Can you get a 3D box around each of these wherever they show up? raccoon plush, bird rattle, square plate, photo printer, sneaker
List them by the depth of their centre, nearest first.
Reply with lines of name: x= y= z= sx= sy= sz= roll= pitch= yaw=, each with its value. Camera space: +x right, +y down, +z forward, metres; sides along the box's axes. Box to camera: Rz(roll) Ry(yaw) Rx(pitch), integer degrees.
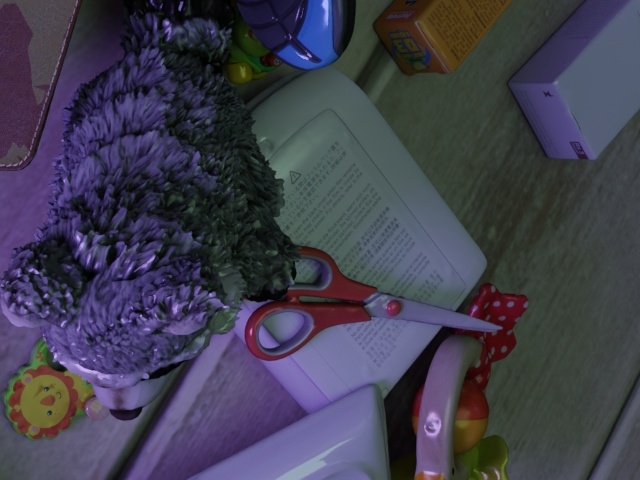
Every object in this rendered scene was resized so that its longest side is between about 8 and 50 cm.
raccoon plush: x=-0.166 y=-0.087 z=1.064 sx=0.216 sy=0.299 sz=0.446 roll=-16 pitch=87 yaw=5
sneaker: x=-0.014 y=-0.309 z=1.221 sx=0.140 sy=0.125 sz=0.340 roll=7 pitch=62 yaw=-47
square plate: x=-0.050 y=0.354 z=1.300 sx=0.347 sy=0.049 sz=0.344 roll=-24 pitch=121 yaw=-26
photo printer: x=0.000 y=0.000 z=1.325 sx=0.256 sy=0.107 sz=0.307 roll=-50 pitch=120 yaw=-18
bird rattle: x=0.151 y=0.171 z=1.395 sx=0.207 sy=0.143 sz=0.253 roll=-6 pitch=111 yaw=-73

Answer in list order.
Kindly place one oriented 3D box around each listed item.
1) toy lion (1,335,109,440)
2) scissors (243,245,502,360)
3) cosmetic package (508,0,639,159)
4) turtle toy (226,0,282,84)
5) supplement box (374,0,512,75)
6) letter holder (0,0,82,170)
toy lion: x=-0.241 y=0.130 z=1.214 sx=0.096 sy=0.034 sz=0.100 roll=-3 pitch=96 yaw=-28
scissors: x=0.055 y=0.053 z=1.281 sx=0.297 sy=0.021 sz=0.109 roll=-3 pitch=102 yaw=-25
cosmetic package: x=0.334 y=-0.210 z=1.569 sx=0.231 sy=0.085 sz=0.117 roll=-44 pitch=117 yaw=-23
turtle toy: x=-0.058 y=-0.197 z=1.267 sx=0.130 sy=0.066 sz=0.095 roll=-42 pitch=127 yaw=-72
supplement box: x=0.162 y=-0.281 z=1.440 sx=0.080 sy=0.078 sz=0.233 roll=49 pitch=66 yaw=-29
letter holder: x=-0.358 y=-0.184 z=1.027 sx=0.302 sy=0.152 sz=0.214 roll=18 pitch=86 yaw=-36
